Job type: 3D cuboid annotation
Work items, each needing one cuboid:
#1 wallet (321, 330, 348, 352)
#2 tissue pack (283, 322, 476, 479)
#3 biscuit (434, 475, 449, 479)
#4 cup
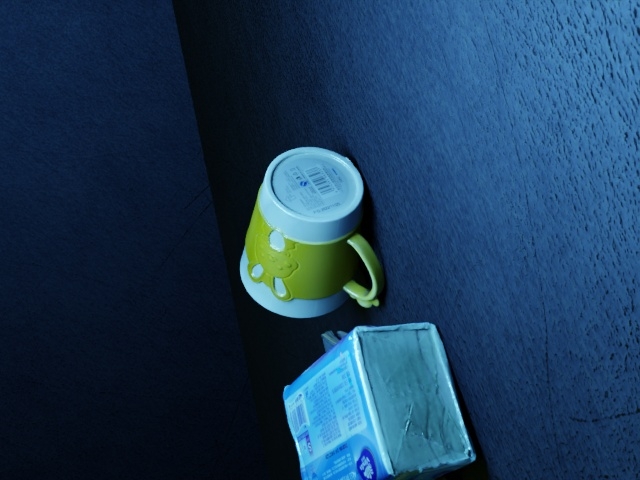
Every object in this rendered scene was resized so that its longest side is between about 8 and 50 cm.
[{"bbox_3d":[0.062,0.269,1.866,0.170,0.069,0.231,-153,48,-67],"label":"wallet"},{"bbox_3d":[0.070,0.244,1.495,0.263,0.146,0.198,-47,53,56],"label":"tissue pack"},{"bbox_3d":[0.155,0.377,1.596,0.216,0.047,0.339,100,156,-53],"label":"biscuit"},{"bbox_3d":[0.000,0.000,1.665,0.241,0.185,0.226,33,144,18],"label":"cup"}]
